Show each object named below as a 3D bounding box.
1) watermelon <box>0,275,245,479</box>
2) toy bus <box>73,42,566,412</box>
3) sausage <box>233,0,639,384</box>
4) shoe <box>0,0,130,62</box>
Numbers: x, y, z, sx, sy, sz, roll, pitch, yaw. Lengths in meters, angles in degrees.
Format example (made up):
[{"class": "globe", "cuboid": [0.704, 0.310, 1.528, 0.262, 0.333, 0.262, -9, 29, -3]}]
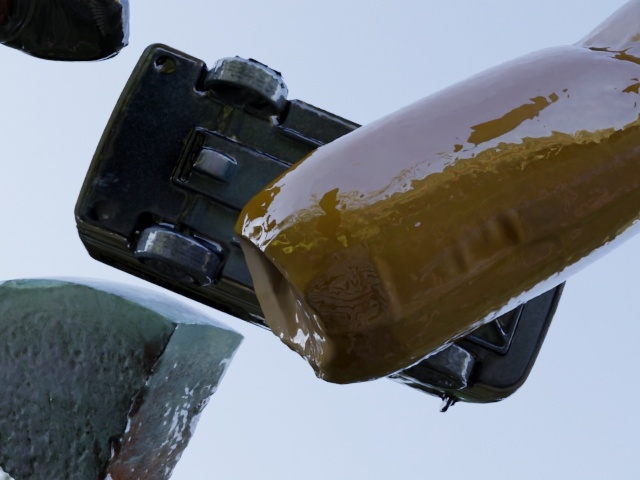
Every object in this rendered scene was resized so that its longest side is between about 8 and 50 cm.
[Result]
[{"class": "watermelon", "cuboid": [-0.198, 0.151, 1.262, 0.320, 0.213, 0.289, -11, -25, 11]}, {"class": "toy bus", "cuboid": [0.000, 0.000, 0.946, 0.289, 0.157, 0.139, 21, -104, -3]}, {"class": "sausage", "cuboid": [0.127, -0.047, 0.806, 0.354, 0.134, 0.116, -28, -66, -17]}, {"class": "shoe", "cuboid": [-0.226, -0.162, 0.917, 0.227, 0.112, 0.099, 28, -57, 18]}]
